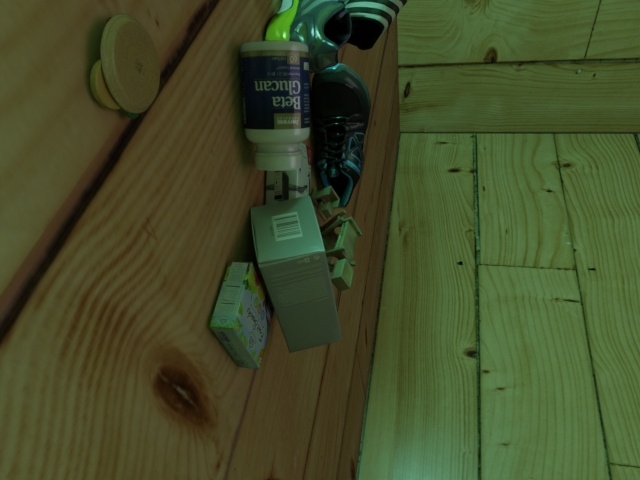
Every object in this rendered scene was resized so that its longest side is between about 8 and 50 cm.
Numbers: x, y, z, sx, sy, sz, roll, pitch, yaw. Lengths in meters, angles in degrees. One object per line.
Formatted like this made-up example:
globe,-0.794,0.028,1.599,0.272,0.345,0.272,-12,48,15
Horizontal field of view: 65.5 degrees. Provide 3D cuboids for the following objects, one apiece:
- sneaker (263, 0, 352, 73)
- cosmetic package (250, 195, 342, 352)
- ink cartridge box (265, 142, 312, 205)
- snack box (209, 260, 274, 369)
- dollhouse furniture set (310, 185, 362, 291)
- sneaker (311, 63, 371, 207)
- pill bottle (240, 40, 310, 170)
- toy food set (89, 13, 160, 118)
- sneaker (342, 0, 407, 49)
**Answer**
sneaker,-0.003,-0.380,0.849,0.111,0.121,0.300,73,24,-58
cosmetic package,-0.034,0.061,0.796,0.127,0.107,0.238,-106,-174,-45
ink cartridge box,-0.052,-0.095,0.846,0.099,0.056,0.135,-9,101,-78
snack box,-0.106,0.108,0.701,0.141,0.037,0.100,75,22,-54
dollhouse furniture set,0.000,0.000,1.102,0.161,0.101,0.182,55,33,-30
sneaker,0.046,-0.219,1.094,0.341,0.125,0.139,78,19,-49
pill bottle,-0.062,-0.186,0.700,0.094,0.094,0.169,-51,141,-69
toy food set,-0.164,-0.148,0.427,0.082,0.020,0.083,-1,94,-77
sneaker,0.085,-0.614,1.165,0.257,0.169,0.447,-52,-148,24
